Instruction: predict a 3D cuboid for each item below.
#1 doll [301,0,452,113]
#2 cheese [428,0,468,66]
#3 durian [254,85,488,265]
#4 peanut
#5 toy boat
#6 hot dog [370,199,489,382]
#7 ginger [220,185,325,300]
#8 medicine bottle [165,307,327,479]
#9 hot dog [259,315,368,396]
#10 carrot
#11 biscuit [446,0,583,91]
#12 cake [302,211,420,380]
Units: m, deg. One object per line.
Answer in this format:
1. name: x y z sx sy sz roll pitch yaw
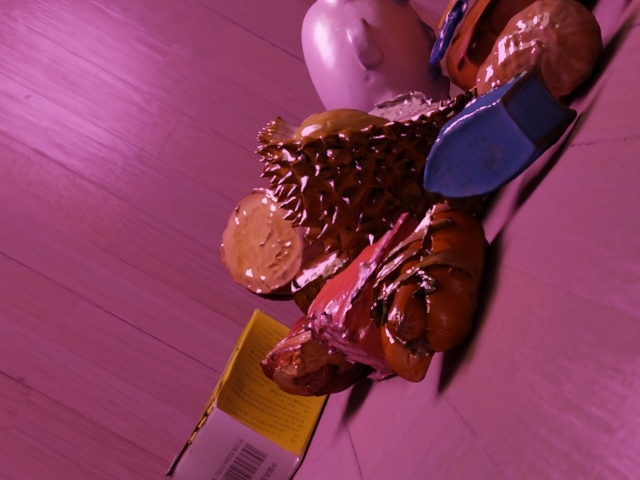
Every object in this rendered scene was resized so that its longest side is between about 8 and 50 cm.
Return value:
1. doll: 0.090 -0.169 2.068 0.365 0.187 0.376 57 -149 -66
2. cheese: 0.163 -0.305 1.824 0.177 0.069 0.270 157 136 -84
3. durian: 0.068 -0.076 1.787 0.306 0.172 0.166 -20 28 33
4. peanut: 0.186 -0.153 1.569 0.089 0.089 0.193 -62 0 -15
5. toy boat: 0.147 -0.087 1.544 0.077 0.075 0.185 -41 1 -35
6. hot dog: 0.088 0.039 1.497 0.109 0.072 0.269 -48 6 17
7. ginger: 0.000 0.000 2.041 0.276 0.221 0.130 -6 85 48
8. medicine bottle: -0.080 0.224 2.287 0.137 0.141 0.250 -56 5 30
9. hot dog: 0.012 0.122 2.003 0.123 0.093 0.261 -39 3 23
10. carrot: 0.055 0.021 1.878 0.173 0.082 0.082 -31 10 13
11. biscuit: 0.241 -0.295 1.924 0.326 0.107 0.325 -154 90 -87
12. cake: 0.043 0.080 1.746 0.135 0.098 0.287 -63 3 -27
